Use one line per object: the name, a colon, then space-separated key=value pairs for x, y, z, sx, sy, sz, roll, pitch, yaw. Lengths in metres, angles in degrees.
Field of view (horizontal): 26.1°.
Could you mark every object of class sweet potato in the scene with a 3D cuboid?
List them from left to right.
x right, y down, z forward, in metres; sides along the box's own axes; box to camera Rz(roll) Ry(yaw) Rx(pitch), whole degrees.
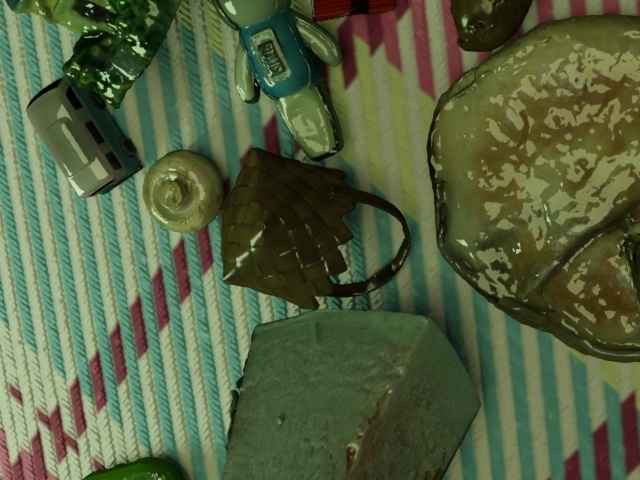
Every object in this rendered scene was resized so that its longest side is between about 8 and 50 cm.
sweet potato: x=0.170 y=-0.297 z=1.214 sx=0.075 sy=0.075 sz=0.273 roll=14 pitch=105 yaw=14

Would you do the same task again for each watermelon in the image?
watermelon: x=0.000 y=0.240 z=1.295 sx=0.228 sy=0.258 sz=0.387 roll=19 pitch=114 yaw=6

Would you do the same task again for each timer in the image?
timer: x=-0.195 y=0.300 z=1.490 sx=0.140 sy=0.047 sz=0.128 roll=-18 pitch=99 yaw=21

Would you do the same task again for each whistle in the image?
whistle: x=-0.041 y=-0.187 z=1.309 sx=0.114 sy=0.077 sz=0.235 roll=-23 pitch=101 yaw=17

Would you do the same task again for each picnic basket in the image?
picnic basket: x=0.000 y=0.000 z=1.311 sx=0.178 sy=0.137 sz=0.128 roll=20 pitch=128 yaw=-23

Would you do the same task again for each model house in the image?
model house: x=-0.224 y=-0.247 z=1.235 sx=0.189 sy=0.195 sz=0.214 roll=27 pitch=153 yaw=-17

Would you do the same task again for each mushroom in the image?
mushroom: x=-0.138 y=-0.049 z=1.374 sx=0.084 sy=0.067 sz=0.083 roll=2 pitch=97 yaw=19

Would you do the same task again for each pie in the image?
pie: x=0.251 y=-0.056 z=1.246 sx=0.338 sy=0.075 sz=0.337 roll=5 pitch=102 yaw=22

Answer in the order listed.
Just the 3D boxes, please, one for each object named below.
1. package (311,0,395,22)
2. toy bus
package: x=0.019 y=-0.305 z=1.268 sx=0.083 sy=0.022 sz=0.200 roll=-10 pitch=102 yaw=-15
toy bus: x=-0.243 y=-0.105 z=1.390 sx=0.060 sy=0.075 sz=0.123 roll=-32 pitch=92 yaw=22
